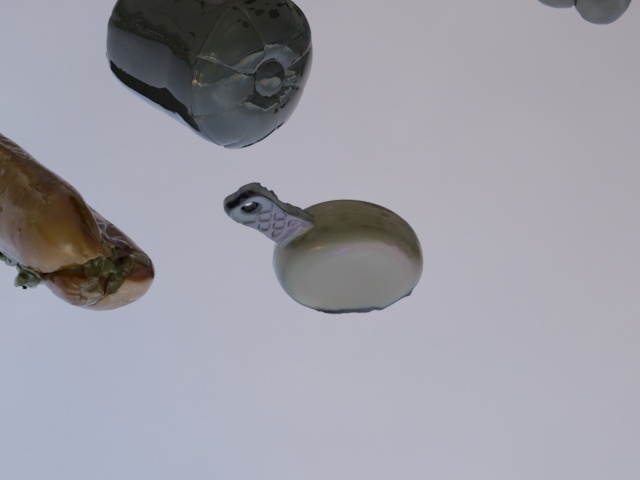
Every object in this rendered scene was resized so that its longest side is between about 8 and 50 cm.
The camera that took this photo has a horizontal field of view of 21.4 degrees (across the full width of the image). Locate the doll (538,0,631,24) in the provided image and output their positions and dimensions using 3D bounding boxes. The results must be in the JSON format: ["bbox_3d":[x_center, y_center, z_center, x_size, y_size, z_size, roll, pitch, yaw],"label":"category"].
[{"bbox_3d":[0.242,-0.431,1.718,0.252,0.378,0.382,11,171,35],"label":"doll"}]

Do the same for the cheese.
[{"bbox_3d":[-0.004,0.004,1.199,0.171,0.092,0.047,12,-133,-29],"label":"cheese"}]

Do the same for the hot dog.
[{"bbox_3d":[-0.184,-0.012,1.054,0.100,0.068,0.249,45,172,-33],"label":"hot dog"}]

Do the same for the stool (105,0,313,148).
[{"bbox_3d":[-0.066,-0.110,0.984,0.110,0.096,0.096,27,-148,35],"label":"stool"}]
